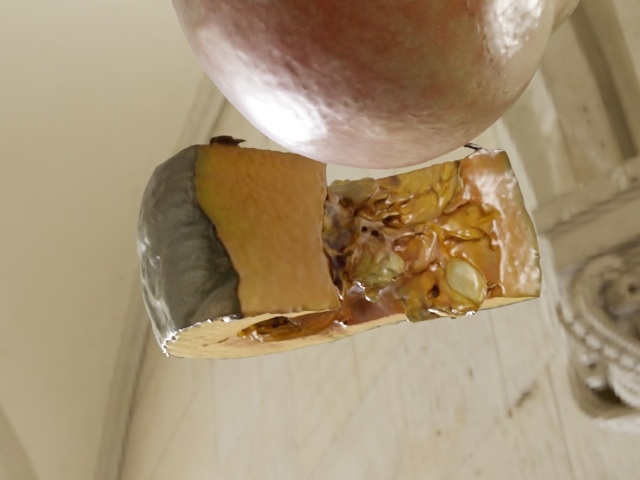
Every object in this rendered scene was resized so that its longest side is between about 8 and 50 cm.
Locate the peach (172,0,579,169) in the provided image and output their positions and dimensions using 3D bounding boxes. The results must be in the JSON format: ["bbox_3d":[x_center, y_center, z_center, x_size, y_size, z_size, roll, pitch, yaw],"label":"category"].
[{"bbox_3d":[0.030,-0.173,0.818,0.252,0.252,0.252,-4,-39,-3],"label":"peach"}]

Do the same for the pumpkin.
[{"bbox_3d":[0.000,-0.001,1.070,0.280,0.139,0.190,-15,-19,21],"label":"pumpkin"}]
